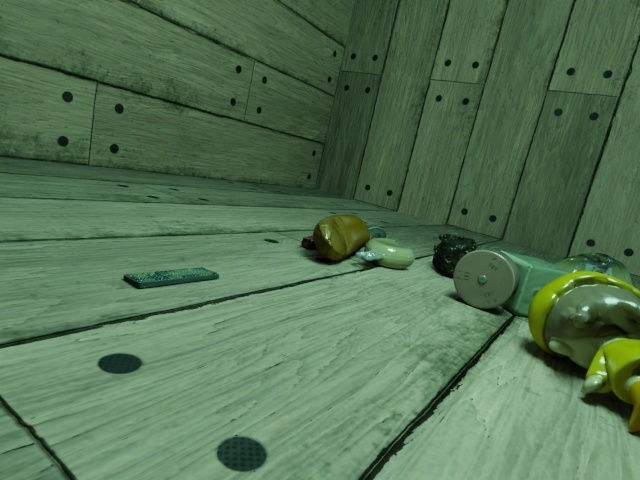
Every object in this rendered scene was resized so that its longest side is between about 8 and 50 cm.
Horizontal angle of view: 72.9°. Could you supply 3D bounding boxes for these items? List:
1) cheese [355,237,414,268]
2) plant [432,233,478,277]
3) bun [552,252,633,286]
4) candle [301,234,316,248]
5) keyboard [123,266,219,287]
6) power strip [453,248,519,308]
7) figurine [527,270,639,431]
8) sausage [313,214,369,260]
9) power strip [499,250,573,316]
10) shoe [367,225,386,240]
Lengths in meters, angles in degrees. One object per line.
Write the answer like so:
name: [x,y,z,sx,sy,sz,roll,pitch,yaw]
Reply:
cheese: [0.179,0.037,1.355,0.248,0.071,0.163,4,14,-35]
plant: [0.450,0.048,1.446,0.142,0.131,0.203,9,9,-1]
bun: [0.939,0.127,1.512,0.272,0.168,0.273,5,15,-1]
candle: [0.000,0.000,1.400,0.053,0.048,0.162,-32,-9,34]
keyboard: [-0.278,0.068,0.824,0.055,0.014,0.176,16,10,35]
power strip: [0.425,0.099,1.107,0.154,0.154,0.078,19,10,33]
figurine: [0.518,0.179,0.761,0.215,0.187,0.344,0,18,-1]
sausage: [0.057,-0.012,1.324,0.116,0.134,0.354,-18,-2,22]
power strip: [0.564,0.127,1.145,0.140,0.139,0.224,12,11,-8]
shoe: [0.179,-0.009,1.615,0.194,0.074,0.077,2,27,-35]
